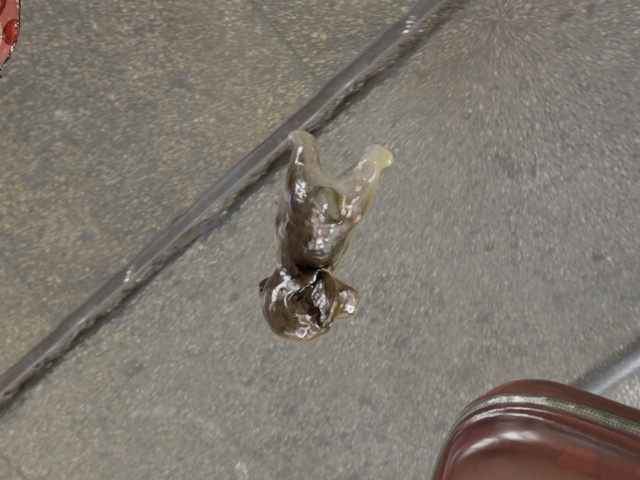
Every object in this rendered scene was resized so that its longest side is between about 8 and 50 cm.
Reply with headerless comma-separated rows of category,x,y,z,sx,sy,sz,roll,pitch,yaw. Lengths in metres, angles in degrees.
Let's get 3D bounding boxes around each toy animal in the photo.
toy animal,0.000,-0.004,0.995,0.121,0.168,0.233,13,136,-2

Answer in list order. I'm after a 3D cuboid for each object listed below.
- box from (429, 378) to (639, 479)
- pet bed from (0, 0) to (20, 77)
box,0.217,0.303,0.860,0.263,0.108,0.403,20,128,15
pet bed,-0.334,-0.216,0.772,0.201,0.053,0.201,11,119,21
